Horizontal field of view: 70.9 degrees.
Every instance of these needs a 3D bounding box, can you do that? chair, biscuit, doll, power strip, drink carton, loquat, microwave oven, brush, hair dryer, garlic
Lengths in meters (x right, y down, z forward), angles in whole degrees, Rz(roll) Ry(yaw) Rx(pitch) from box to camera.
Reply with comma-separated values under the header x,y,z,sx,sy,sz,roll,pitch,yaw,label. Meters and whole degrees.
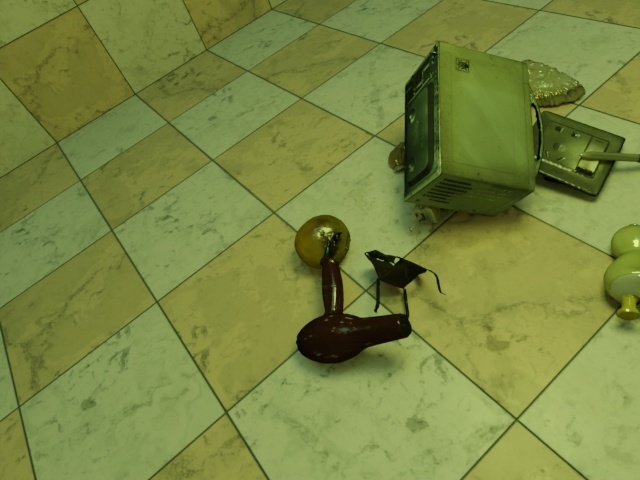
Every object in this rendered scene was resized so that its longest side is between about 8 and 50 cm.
x,y,z,sx,sy,sz,roll,pitch,yaw,label
0.209,0.092,1.201,0.149,0.174,0.213,-51,32,30,chair
0.773,-0.554,1.599,0.179,0.084,0.281,-34,49,-10,biscuit
0.756,0.065,1.069,0.141,0.117,0.296,3,39,30,doll
0.740,-0.255,1.352,0.251,0.092,0.257,27,63,26,power strip
0.331,-0.107,1.383,0.074,0.084,0.200,1,52,34,drink carton
0.000,0.000,1.370,0.172,0.150,0.204,-44,34,-18,loquat
0.413,-0.297,1.283,0.332,0.247,0.395,8,73,-11,microwave oven
0.877,-0.230,1.266,0.298,0.042,0.039,2,79,2,brush
0.069,0.135,1.168,0.312,0.123,0.341,-24,55,33,hair dryer
0.289,-0.296,1.563,0.112,0.094,0.074,-7,8,22,garlic
